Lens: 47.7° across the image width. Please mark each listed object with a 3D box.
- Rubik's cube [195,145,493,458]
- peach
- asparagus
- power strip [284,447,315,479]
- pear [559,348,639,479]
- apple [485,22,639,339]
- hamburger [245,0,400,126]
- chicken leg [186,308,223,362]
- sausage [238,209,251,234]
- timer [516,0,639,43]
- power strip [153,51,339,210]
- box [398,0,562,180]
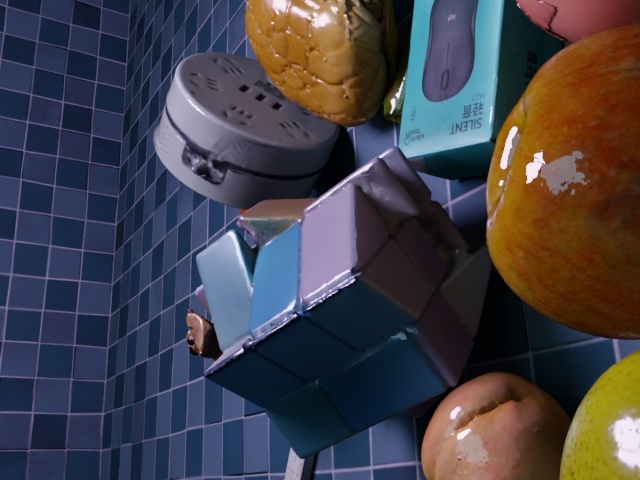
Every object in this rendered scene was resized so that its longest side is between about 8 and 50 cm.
[{"bbox_3d":[0.043,0.076,1.000,0.387,0.368,0.358,-33,95,29],"label":"Rubik's cube"},{"bbox_3d":[0.207,0.242,0.831,0.184,0.184,0.184,-25,61,56],"label":"peach"},{"bbox_3d":[0.164,-0.323,1.178,0.067,0.060,0.278,23,102,54],"label":"asparagus"},{"bbox_3d":[-0.038,0.427,1.358,0.060,0.027,0.253,17,97,61],"label":"power strip"},{"bbox_3d":[0.321,0.206,0.540,0.294,0.294,0.294,-25,61,56],"label":"pear"},{"bbox_3d":[0.284,-0.056,0.677,0.301,0.301,0.301,-25,61,56],"label":"apple"},{"bbox_3d":[-0.001,-0.350,1.245,0.158,0.318,0.318,-44,17,-25],"label":"hamburger"},{"bbox_3d":[-0.103,0.196,1.307,0.295,0.409,0.182,39,91,19],"label":"chicken leg"},{"bbox_3d":[-0.143,-0.084,1.635,0.089,0.089,0.179,-112,32,-43],"label":"sausage"},{"bbox_3d":[0.311,-0.314,0.752,0.229,0.215,0.229,-25,60,56],"label":"timer"},{"bbox_3d":[-0.144,-0.211,1.399,0.161,0.357,0.357,-62,34,33],"label":"power strip"},{"bbox_3d":[0.220,-0.253,1.001,0.205,0.118,0.311,-3,79,62],"label":"box"}]
